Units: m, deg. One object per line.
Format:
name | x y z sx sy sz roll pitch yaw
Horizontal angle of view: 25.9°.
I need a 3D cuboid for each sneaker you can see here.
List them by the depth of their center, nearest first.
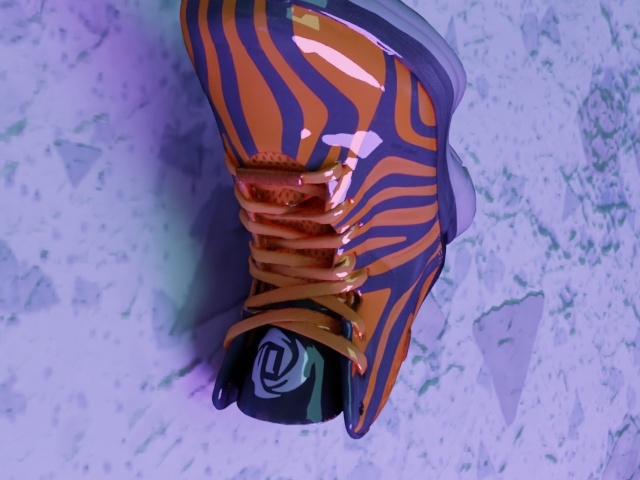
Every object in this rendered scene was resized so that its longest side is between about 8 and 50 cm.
sneaker | 0.000 0.000 0.699 0.321 0.125 0.180 51 54 -59
